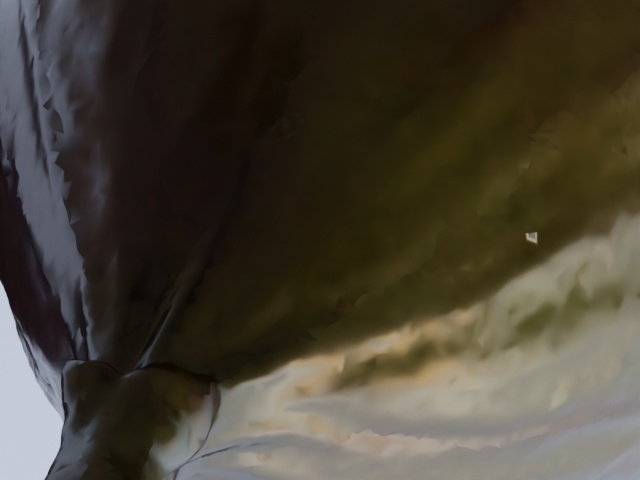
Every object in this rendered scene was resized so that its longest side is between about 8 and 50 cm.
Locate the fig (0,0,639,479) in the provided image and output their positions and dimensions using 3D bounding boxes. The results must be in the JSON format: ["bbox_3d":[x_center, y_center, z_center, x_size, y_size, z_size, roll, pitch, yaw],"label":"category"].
[{"bbox_3d":[0.000,0.000,0.390,0.217,0.217,0.321,14,-158,10],"label":"fig"}]
